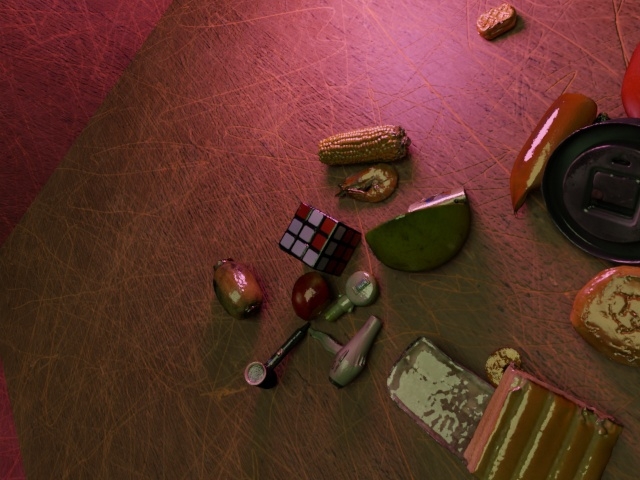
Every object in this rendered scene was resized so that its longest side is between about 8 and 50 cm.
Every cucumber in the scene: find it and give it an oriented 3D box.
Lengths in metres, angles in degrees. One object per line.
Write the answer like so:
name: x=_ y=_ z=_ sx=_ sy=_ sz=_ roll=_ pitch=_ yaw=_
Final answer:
cucumber: x=0.662 y=-0.251 z=1.063 sx=0.033 sy=0.034 sz=0.135 roll=31 pitch=99 yaw=19

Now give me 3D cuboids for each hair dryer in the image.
hair dryer: x=-0.116 y=0.358 z=1.366 sx=0.255 sy=0.128 sz=0.070 roll=-44 pitch=63 yaw=-11
hair dryer: x=0.082 y=0.283 z=1.273 sx=0.219 sy=0.088 sz=0.225 roll=-40 pitch=45 yaw=9

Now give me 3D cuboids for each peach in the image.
peach: x=-0.035 y=0.171 z=1.346 sx=0.118 sy=0.151 sz=0.151 roll=-17 pitch=60 yaw=-21

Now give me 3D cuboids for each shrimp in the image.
shrimp: x=0.138 y=-0.168 z=1.358 sx=0.216 sy=0.051 sz=0.115 roll=-15 pitch=72 yaw=25

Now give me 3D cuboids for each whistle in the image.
whistle: x=0.087 y=0.172 z=1.294 sx=0.198 sy=0.057 sz=0.104 roll=-42 pitch=59 yaw=15

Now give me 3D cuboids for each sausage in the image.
sausage: x=0.551 y=-0.209 z=1.077 sx=0.112 sy=0.112 sz=0.329 roll=35 pitch=97 yaw=33

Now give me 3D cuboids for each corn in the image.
corn: x=0.130 y=-0.296 z=1.362 sx=0.317 sy=0.115 sz=0.115 roll=0 pitch=77 yaw=32

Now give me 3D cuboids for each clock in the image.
clock: x=0.625 y=-0.102 z=0.914 sx=0.061 sy=0.313 sz=0.313 roll=-25 pitch=54 yaw=-26

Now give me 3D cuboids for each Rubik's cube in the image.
Rubik's cube: x=0.000 y=0.000 z=1.331 sx=0.162 sy=0.160 sz=0.163 roll=33 pitch=96 yaw=33

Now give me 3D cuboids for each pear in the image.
pear: x=0.246 y=-0.001 z=1.132 sx=0.287 sy=0.239 sz=0.139 roll=-22 pitch=66 yaw=27

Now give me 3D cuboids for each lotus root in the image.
lotus root: x=-0.297 y=0.148 z=1.493 sx=0.154 sy=0.154 sz=0.278 roll=-46 pitch=54 yaw=14

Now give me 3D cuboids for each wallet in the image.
wallet: x=0.321 y=-0.106 z=1.192 sx=0.154 sy=0.110 sz=0.040 roll=-19 pitch=102 yaw=24

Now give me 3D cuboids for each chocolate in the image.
chocolate: x=0.315 y=0.389 z=1.067 sx=0.303 sy=0.100 sz=0.185 roll=38 pitch=92 yaw=24

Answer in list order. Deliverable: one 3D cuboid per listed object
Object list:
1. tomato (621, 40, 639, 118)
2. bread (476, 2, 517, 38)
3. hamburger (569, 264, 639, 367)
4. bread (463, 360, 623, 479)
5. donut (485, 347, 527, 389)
tomato: x=0.768 y=-0.326 z=0.845 sx=0.321 sy=0.321 sz=0.322 roll=-9 pitch=73 yaw=30
bread: x=0.505 y=-0.632 z=1.253 sx=0.110 sy=0.044 sz=0.083 roll=-17 pitch=68 yaw=30
hamburger: x=0.652 y=0.155 z=0.923 sx=0.213 sy=0.108 sz=0.214 roll=-7 pitch=78 yaw=33
bread: x=0.466 y=0.422 z=0.919 sx=0.239 sy=0.111 sz=0.246 roll=25 pitch=88 yaw=7
donut: x=0.447 y=0.313 z=1.041 sx=0.097 sy=0.043 sz=0.108 roll=-22 pitch=68 yaw=25
